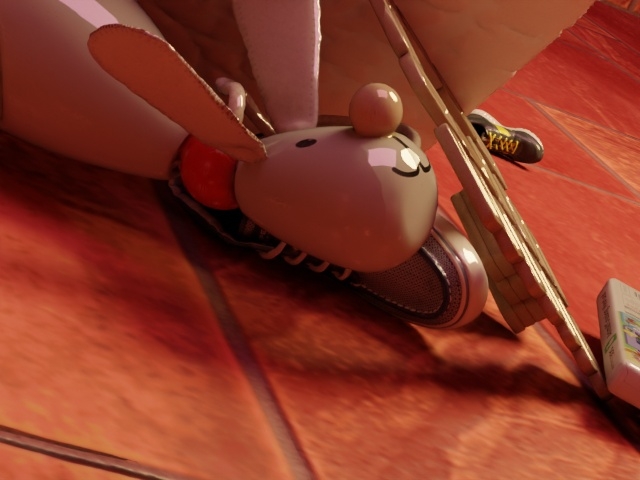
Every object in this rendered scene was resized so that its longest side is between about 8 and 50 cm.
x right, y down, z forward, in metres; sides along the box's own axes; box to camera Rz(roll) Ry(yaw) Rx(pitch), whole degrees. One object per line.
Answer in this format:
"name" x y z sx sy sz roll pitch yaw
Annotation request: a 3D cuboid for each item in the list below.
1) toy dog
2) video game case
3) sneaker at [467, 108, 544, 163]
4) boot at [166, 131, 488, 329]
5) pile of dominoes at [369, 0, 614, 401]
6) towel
"toy dog" -0.089 -0.110 0.938 0.334 0.161 0.220 13 23 4
"video game case" 0.264 0.105 1.088 0.212 0.023 0.193 30 15 -1
"sneaker" 0.158 -0.088 1.607 0.083 0.031 0.035 26 28 21
"boot" 0.000 0.000 1.022 0.190 0.069 0.086 32 30 34
"pile of dominoes" 0.081 -0.024 1.018 0.251 0.040 0.196 50 14 -50
"towel" -0.044 -0.153 1.080 0.332 0.317 0.053 20 60 -18
